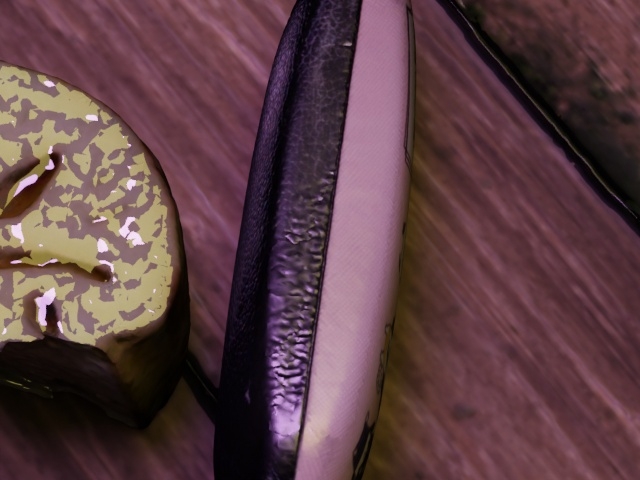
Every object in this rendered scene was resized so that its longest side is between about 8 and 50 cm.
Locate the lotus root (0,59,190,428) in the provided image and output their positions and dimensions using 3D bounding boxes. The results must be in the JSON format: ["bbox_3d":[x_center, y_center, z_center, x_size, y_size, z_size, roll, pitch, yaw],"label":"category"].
[{"bbox_3d":[-0.163,-0.007,0.801,0.235,0.119,0.138,14,67,-7],"label":"lotus root"}]

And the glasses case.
[{"bbox_3d":[0.000,0.000,0.839,0.075,0.122,0.314,10,61,-5],"label":"glasses case"}]
